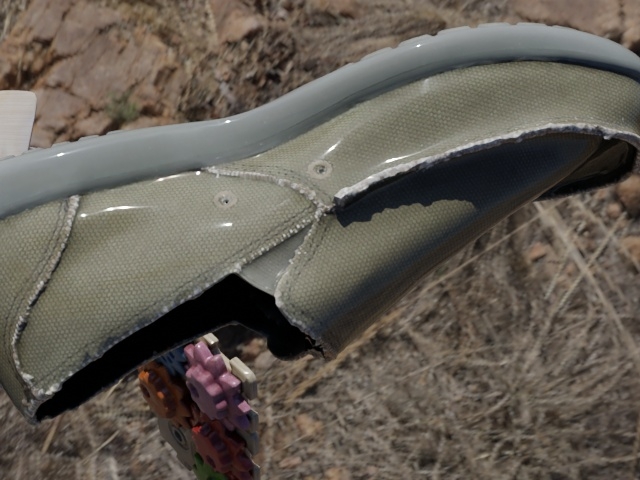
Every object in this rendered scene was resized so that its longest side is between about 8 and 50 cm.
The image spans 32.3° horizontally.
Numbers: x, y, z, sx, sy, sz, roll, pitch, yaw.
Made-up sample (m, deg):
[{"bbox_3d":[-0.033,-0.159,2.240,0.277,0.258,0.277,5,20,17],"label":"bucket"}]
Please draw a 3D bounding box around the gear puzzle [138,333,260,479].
[{"bbox_3d":[-0.124,0.192,1.040,0.044,0.339,0.175,-32,53,-29],"label":"gear puzzle"}]

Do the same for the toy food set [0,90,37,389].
[{"bbox_3d":[-0.309,0.013,1.107,0.092,0.306,0.220,8,69,-7],"label":"toy food set"}]

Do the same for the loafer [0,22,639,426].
[{"bbox_3d":[0.000,0.000,0.372,0.251,0.094,0.087,-16,72,-4],"label":"loafer"}]
